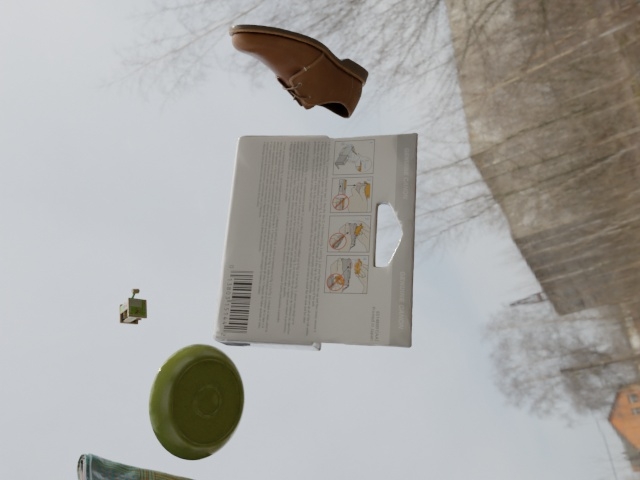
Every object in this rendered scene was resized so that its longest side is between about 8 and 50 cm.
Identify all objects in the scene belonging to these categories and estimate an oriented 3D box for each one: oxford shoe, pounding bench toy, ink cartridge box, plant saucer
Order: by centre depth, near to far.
[{"bbox_3d":[-0.025,-0.209,0.770,0.212,0.076,0.076,15,-91,-38],"label":"oxford shoe"},{"bbox_3d":[0.000,0.000,0.840,0.066,0.260,0.297,58,-145,-70],"label":"ink cartridge box"},{"bbox_3d":[-0.247,0.339,1.297,0.240,0.037,0.241,12,-107,-43],"label":"plant saucer"},{"bbox_3d":[-0.502,0.176,1.639,0.052,0.065,0.083,12,-121,-39],"label":"pounding bench toy"}]

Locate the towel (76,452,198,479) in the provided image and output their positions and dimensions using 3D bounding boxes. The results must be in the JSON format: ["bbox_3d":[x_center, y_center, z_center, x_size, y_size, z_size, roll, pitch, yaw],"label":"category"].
[{"bbox_3d":[-0.319,0.558,1.286,0.370,0.271,0.040,24,-88,-27],"label":"towel"}]
